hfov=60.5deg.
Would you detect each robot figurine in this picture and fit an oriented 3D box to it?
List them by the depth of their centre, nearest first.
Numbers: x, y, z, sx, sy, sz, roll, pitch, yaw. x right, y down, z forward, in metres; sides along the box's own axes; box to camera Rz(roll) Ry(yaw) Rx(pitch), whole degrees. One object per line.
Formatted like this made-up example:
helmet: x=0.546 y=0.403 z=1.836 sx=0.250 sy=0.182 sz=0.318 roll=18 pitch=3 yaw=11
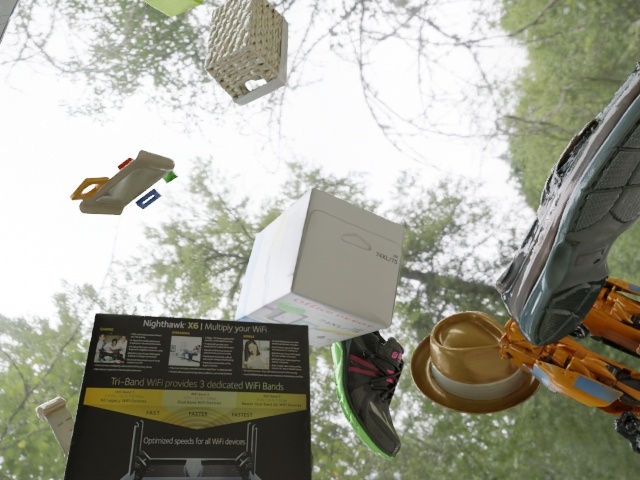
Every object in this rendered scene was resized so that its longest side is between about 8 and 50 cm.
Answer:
robot figurine: x=0.378 y=0.142 z=0.651 sx=0.211 sy=0.290 sz=0.085 roll=-49 pitch=-38 yaw=-23

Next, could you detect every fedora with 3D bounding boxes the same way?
fedora: x=0.221 y=0.159 z=0.793 sx=0.194 sy=0.194 sz=0.079 roll=-41 pitch=-53 yaw=-34

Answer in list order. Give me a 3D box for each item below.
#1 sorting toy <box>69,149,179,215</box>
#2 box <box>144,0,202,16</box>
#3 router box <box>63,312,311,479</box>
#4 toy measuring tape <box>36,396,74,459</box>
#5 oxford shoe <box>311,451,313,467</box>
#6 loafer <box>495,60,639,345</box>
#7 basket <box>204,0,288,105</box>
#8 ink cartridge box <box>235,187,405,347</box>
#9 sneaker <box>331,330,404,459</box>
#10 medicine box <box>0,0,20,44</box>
sorting toy: x=-0.445 y=-0.137 z=1.257 sx=0.196 sy=0.047 sz=0.347 roll=-40 pitch=-5 yaw=8
box: x=-0.361 y=-0.562 z=1.204 sx=0.178 sy=0.108 sz=0.043 roll=13 pitch=-104 yaw=-54
router box: x=-0.169 y=0.234 z=0.757 sx=0.308 sy=0.081 sz=0.243 roll=6 pitch=-121 yaw=-12
toy measuring tape: x=-0.330 y=0.391 z=0.784 sx=0.121 sy=0.121 sz=0.330 roll=-26 pitch=-104 yaw=-41
oxford shoe: x=-0.062 y=0.475 z=1.013 sx=0.096 sy=0.082 sz=0.227 roll=13 pitch=-81 yaw=-62
loafer: x=0.214 y=-0.029 z=0.467 sx=0.096 sy=0.084 sz=0.268 roll=-7 pitch=-52 yaw=-24
basket: x=-0.130 y=-0.347 z=0.979 sx=0.103 sy=0.113 sz=0.167 roll=37 pitch=-136 yaw=-49
ink cartridge box: x=-0.006 y=0.065 z=1.028 sx=0.198 sy=0.270 sz=0.197 roll=22 pitch=-116 yaw=-20
sneaker: x=0.151 y=0.380 z=1.594 sx=0.185 sy=0.202 sz=0.483 roll=42 pitch=-149 yaw=-57
medicine box: x=-0.407 y=-0.215 z=0.485 sx=0.149 sy=0.263 sz=0.289 roll=30 pitch=-69 yaw=-17
